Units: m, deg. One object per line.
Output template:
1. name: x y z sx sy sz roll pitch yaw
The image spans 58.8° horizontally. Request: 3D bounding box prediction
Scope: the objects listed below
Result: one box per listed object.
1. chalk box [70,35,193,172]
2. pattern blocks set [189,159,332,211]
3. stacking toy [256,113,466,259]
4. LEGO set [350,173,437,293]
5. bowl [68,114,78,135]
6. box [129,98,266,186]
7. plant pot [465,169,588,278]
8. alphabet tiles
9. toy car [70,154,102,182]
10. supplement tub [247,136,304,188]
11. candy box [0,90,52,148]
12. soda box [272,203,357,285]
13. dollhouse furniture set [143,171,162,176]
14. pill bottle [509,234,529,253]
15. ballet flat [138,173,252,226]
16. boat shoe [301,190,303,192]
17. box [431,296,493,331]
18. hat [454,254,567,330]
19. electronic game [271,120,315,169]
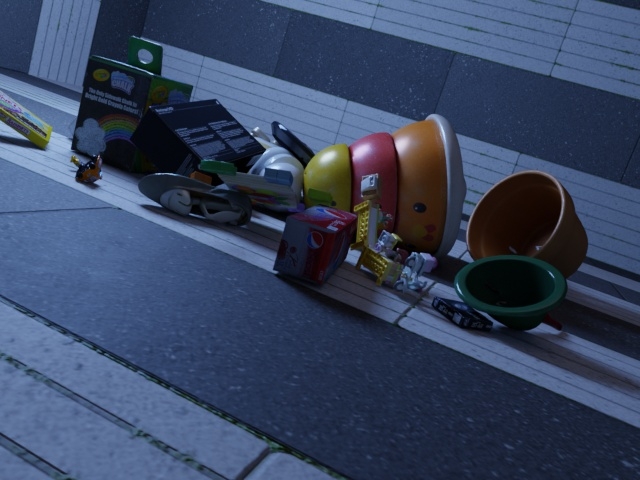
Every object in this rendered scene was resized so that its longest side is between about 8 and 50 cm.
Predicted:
1. chalk box: -0.434 -0.323 1.341 0.180 0.289 0.179 21 12 14
2. pattern blocks set: -0.118 -0.096 1.119 0.285 0.026 0.325 8 -7 15
3. stacking toy: 0.078 -0.120 1.367 0.479 0.351 0.350 -2 13 -2
4. LEGO set: 0.136 0.003 1.073 0.107 0.132 0.287 18 32 -28
5. bowl: -0.562 -0.293 1.476 0.142 0.142 0.053 1 65 -56
6. box: -0.270 -0.219 1.295 0.184 0.103 0.261 48 28 3
7. plant pot: 0.565 -0.013 1.508 0.203 0.291 0.291 30 4 -30
8. alphabet tiles: -0.100 -0.223 1.675 0.284 0.021 0.278 44 -9 -13
9. toy car: -0.441 -0.145 1.089 0.040 0.060 0.122 49 -2 -37
10. supplement tub: -0.144 -0.185 1.496 0.144 0.144 0.199 9 14 -37
11. candy box: -0.672 -0.282 1.207 0.206 0.027 0.105 40 8 -34
12. soda box: 0.000 0.000 0.971 0.083 0.092 0.263 17 11 9
13. dollhouse furniture set: -0.329 -0.168 1.292 0.091 0.081 0.114 6 16 -45
14. pill bottle: 0.575 0.005 1.757 0.121 0.121 0.221 16 12 -11
15. ballet flat: -0.226 -0.072 1.044 0.213 0.072 0.068 11 41 -22
16. boat shoe: -0.014 -0.178 1.874 0.059 0.063 0.170 31 17 28
17. box: 0.234 0.122 0.940 0.067 0.018 0.083 13 13 -26
18. hat: 0.344 0.144 1.001 0.208 0.184 0.173 -4 32 9
19. electronic game: -0.047 -0.234 1.524 0.229 0.048 0.229 45 0 0
